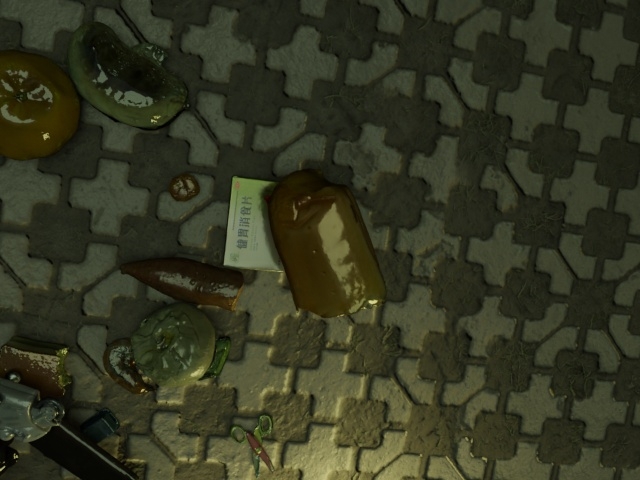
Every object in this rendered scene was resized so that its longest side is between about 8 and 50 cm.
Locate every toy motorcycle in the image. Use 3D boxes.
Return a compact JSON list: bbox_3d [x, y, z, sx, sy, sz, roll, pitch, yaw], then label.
[{"bbox_3d":[-0.794,0.442,1.537,0.260,0.110,0.170,18,108,-7],"label":"toy motorcycle"}]

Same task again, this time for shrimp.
[{"bbox_3d":[-0.529,0.360,1.705,0.132,0.052,0.187,-41,98,-4],"label":"shrimp"}]

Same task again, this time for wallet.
[{"bbox_3d":[-0.663,0.605,1.678,0.309,0.042,0.165,41,124,-11],"label":"wallet"}]

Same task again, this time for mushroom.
[{"bbox_3d":[-0.517,-0.436,1.586,0.247,0.130,0.344,-45,102,1],"label":"mushroom"}]

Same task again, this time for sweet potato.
[{"bbox_3d":[-0.384,0.108,1.669,0.337,0.131,0.131,14,93,-5],"label":"sweet potato"}]

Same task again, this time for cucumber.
[{"bbox_3d":[-0.347,0.355,1.726,0.193,0.085,0.115,-9,55,-8],"label":"cucumber"}]

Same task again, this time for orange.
[{"bbox_3d":[-0.747,-0.338,1.501,0.279,0.235,0.278,-3,99,-18],"label":"orange"}]

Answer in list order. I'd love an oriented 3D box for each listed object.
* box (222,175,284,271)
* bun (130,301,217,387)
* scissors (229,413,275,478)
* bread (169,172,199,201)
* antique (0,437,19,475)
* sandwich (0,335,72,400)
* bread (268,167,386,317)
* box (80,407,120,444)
[{"bbox_3d":[-0.179,-0.047,1.721,0.175,0.062,0.260,6,95,-12],"label":"box"},{"bbox_3d":[-0.407,0.280,1.640,0.239,0.141,0.238,-5,65,11],"label":"bun"},{"bbox_3d":[-0.189,0.625,1.811,0.134,0.020,0.187,-16,97,-13],"label":"scissors"},{"bbox_3d":[-0.381,-0.149,1.682,0.083,0.046,0.080,4,98,-12],"label":"bread"},{"bbox_3d":[-0.954,0.640,1.558,0.322,0.255,0.185,-40,99,-7],"label":"antique"},{"bbox_3d":[-0.784,0.392,1.633,0.186,0.108,0.219,15,93,-11],"label":"sandwich"},{"bbox_3d":[0.000,0.000,1.614,0.250,0.361,0.394,-21,101,6],"label":"bread"},{"bbox_3d":[-0.630,0.535,1.704,0.099,0.054,0.074,-35,99,-5],"label":"box"}]
